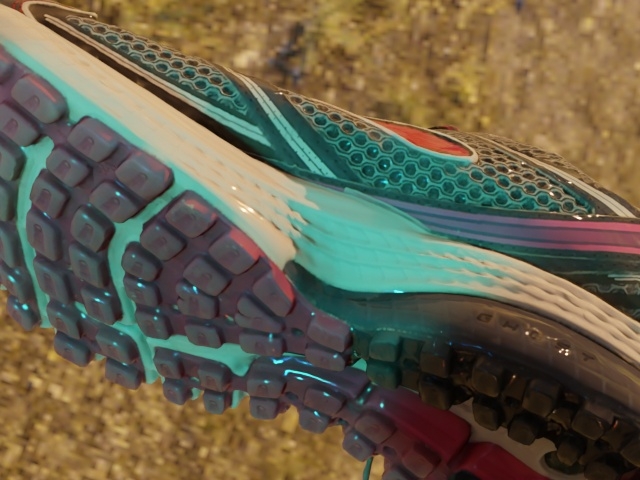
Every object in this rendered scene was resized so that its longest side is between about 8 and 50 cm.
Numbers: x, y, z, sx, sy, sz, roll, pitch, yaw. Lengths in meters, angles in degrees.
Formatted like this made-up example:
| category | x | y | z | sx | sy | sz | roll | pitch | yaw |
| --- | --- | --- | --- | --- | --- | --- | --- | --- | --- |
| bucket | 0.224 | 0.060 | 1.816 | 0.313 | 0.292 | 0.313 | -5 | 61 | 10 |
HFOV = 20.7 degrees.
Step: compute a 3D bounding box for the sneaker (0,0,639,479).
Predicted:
| category | x | y | z | sx | sy | sz | roll | pitch | yaw |
| --- | --- | --- | --- | --- | --- | --- | --- | --- | --- |
| sneaker | 0.000 | 0.000 | 0.568 | 0.112 | 0.299 | 0.121 | -62 | 179 | -38 |
